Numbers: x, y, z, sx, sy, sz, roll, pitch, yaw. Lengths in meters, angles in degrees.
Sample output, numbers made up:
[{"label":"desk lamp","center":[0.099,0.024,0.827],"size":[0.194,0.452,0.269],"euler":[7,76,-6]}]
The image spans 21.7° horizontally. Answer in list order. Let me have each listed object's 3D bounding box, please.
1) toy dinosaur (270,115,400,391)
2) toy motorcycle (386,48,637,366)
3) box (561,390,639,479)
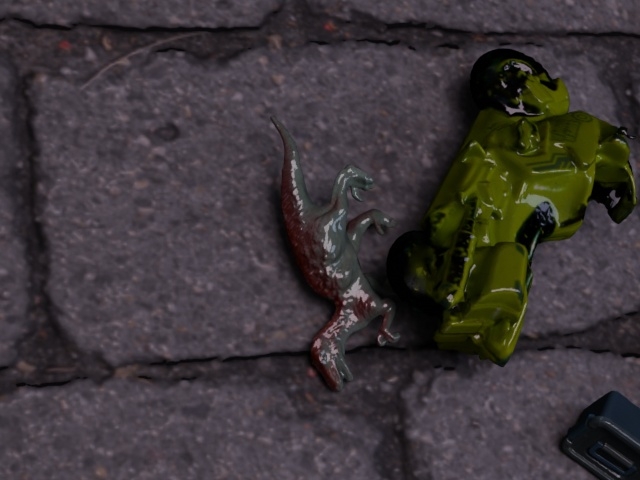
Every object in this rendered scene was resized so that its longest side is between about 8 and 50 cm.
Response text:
[{"label":"toy dinosaur","center":[0.000,0.000,1.584],"size":[0.167,0.053,0.242],"euler":[-40,98,-25]},{"label":"toy motorcycle","center":[0.197,-0.031,1.641],"size":[0.206,0.142,0.342],"euler":[24,58,6]},{"label":"box","center":[0.294,0.196,1.632],"size":[0.099,0.074,0.054],"euler":[36,47,-7]}]
